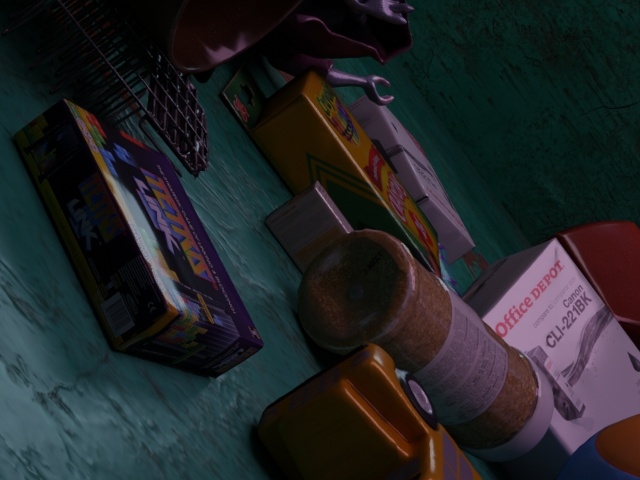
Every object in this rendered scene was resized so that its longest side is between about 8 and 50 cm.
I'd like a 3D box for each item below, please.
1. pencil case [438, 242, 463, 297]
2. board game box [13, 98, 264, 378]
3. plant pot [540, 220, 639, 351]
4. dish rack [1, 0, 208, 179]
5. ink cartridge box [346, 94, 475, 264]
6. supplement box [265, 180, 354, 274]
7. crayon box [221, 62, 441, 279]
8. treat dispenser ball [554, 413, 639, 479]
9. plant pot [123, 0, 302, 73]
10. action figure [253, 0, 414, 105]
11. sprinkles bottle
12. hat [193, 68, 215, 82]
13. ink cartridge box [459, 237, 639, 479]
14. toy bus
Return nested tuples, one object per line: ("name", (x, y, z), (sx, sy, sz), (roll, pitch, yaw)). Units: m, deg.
("pencil case", (0.147, 0.065, 1.759), (0.070, 0.064, 0.151), (29, 25, -30))
("board game box", (-0.118, 0.002, 0.932), (0.170, 0.048, 0.141), (61, 14, 22))
("plant pot", (0.405, 0.126, 2.204), (0.236, 0.267, 0.267), (16, 39, -50))
("dish rack", (-0.183, -0.162, 1.073), (0.271, 0.074, 0.208), (52, 14, -24))
("ink cartridge box", (0.106, -0.075, 1.908), (0.158, 0.092, 0.218), (42, 20, -48))
("supplement box", (0.000, 0.000, 1.362), (0.098, 0.062, 0.036), (54, 13, -9))
("crayon box", (0.019, -0.081, 1.611), (0.318, 0.081, 0.202), (52, 13, -12))
("treat dispenser ball", (0.366, 0.312, 1.411), (0.288, 0.288, 0.288), (52, 12, -16))
("plant pot", (-0.114, -0.283, 1.065), (0.230, 0.215, 0.215), (44, 10, 10))
("action figure", (-0.030, -0.272, 1.752), (0.370, 0.276, 0.248), (170, -96, -71))
("sprinkles bottle", (0.112, 0.112, 1.361), (0.355, 0.121, 0.121), (40, 20, -52))
("hat", (-0.150, -0.326, 1.365), (0.134, 0.331, 0.331), (6, 33, -17))
("ink cartridge box", (0.270, 0.164, 1.635), (0.273, 0.114, 0.197), (52, 51, -6))
("toy bus", (0.089, 0.238, 0.970), (0.332, 0.108, 0.130), (54, 14, -11))
